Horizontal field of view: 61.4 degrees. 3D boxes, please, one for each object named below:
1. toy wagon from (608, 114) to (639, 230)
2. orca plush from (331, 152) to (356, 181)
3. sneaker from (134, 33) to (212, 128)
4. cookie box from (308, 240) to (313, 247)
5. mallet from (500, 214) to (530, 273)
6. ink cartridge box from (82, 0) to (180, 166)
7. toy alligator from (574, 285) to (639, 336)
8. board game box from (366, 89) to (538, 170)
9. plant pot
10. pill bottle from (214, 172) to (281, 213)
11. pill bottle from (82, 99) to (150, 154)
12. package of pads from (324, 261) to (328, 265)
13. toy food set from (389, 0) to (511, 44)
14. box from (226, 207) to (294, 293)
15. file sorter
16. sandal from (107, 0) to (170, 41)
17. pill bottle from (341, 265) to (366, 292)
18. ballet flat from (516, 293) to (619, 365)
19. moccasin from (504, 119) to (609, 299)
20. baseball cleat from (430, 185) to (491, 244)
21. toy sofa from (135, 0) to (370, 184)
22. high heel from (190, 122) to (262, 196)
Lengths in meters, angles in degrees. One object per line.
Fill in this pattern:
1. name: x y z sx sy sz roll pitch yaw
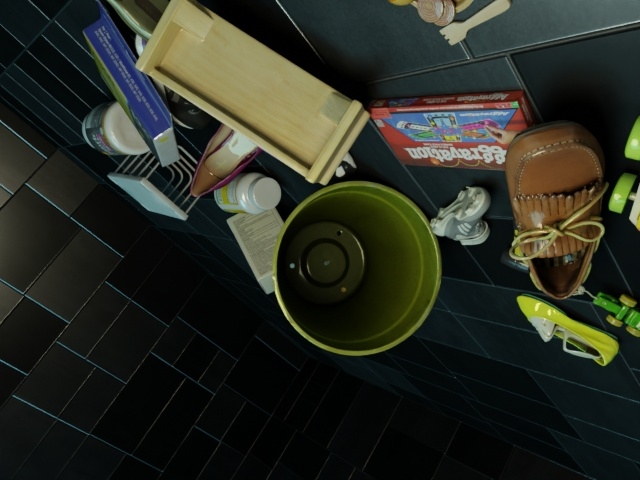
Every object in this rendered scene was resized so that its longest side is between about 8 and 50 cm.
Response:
1. toy wagon: 0.491 -0.071 0.612 0.267 0.068 0.344 22 158 29
2. orca plush: -0.043 -0.206 1.099 0.151 0.102 0.287 15 153 43
3. sneaker: -0.288 -0.339 1.183 0.124 0.107 0.283 18 157 24
4. cookie box: 0.000 0.000 1.526 0.040 0.107 0.092 34 161 -1
5. mallet: 0.369 -0.007 1.031 0.062 0.039 0.189 20 152 40
6. ink cartridge box: -0.446 -0.350 1.278 0.303 0.072 0.307 57 168 2
7. toy alligator: 0.558 0.124 1.015 0.190 0.056 0.051 29 -159 14
8. board game box: 0.216 -0.173 0.876 0.281 0.027 0.145 12 153 47
9. plant pot: 0.046 0.058 1.297 0.367 0.366 0.353 37 173 -10
10. pill bottle: -0.203 -0.133 1.519 0.117 0.117 0.208 45 158 -30
11. pill bottle: -0.602 -0.334 1.607 0.279 0.162 0.162 9 150 50
12. package of pads: -0.110 0.054 1.851 0.297 0.101 0.229 9 150 50
13. toy food set: 0.127 -0.317 0.648 0.192 0.038 0.132 40 160 -18
14. box: -0.157 0.017 1.619 0.232 0.149 0.126 60 175 26
15. file sorter: -0.528 -0.205 1.784 0.278 0.173 0.193 13 153 48
16. sandal: -0.364 -0.480 0.957 0.303 0.120 0.086 35 157 -30
17. pill bottle: 0.152 0.127 1.543 0.246 0.136 0.136 27 160 18
18. ballet flat: 0.534 0.199 1.188 0.231 0.077 0.077 28 161 17
19. moccasin: 0.343 -0.026 0.793 0.139 0.146 0.380 -6 147 15
20. baseball cleat: 0.292 -0.045 1.031 0.110 0.072 0.206 22 167 -8
21. toy sofa: -0.106 -0.251 0.923 0.363 0.150 0.177 33 -171 2
22. high heel: -0.211 -0.202 1.262 0.127 0.181 0.377 37 161 -8
